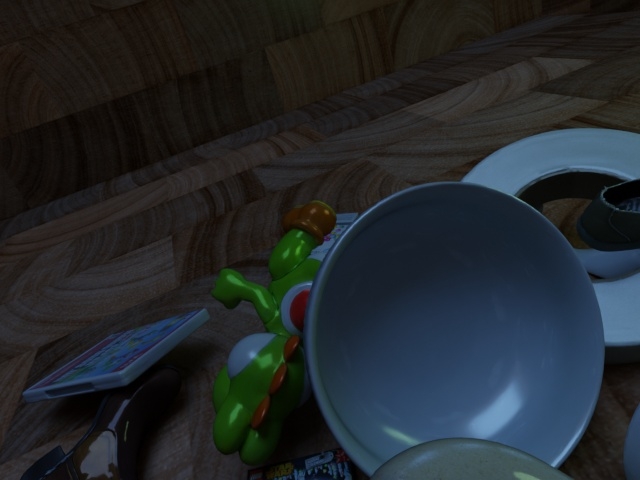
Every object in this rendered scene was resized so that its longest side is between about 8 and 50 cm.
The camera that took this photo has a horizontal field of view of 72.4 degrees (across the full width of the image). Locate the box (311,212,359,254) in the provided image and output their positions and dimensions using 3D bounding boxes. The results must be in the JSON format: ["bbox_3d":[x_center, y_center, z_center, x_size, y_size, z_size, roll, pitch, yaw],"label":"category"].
[{"bbox_3d":[0.000,0.000,1.028,0.145,0.038,0.186,-2,34,27],"label":"box"}]

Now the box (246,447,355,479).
[{"bbox_3d":[-0.024,0.310,0.523,0.136,0.027,0.094,-16,28,4],"label":"box"}]

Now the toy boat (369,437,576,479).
[{"bbox_3d":[0.120,0.313,0.319,0.267,0.148,0.318,27,48,24],"label":"toy boat"}]

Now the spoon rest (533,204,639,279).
[{"bbox_3d":[0.477,0.018,0.710,0.276,0.084,0.137,26,51,34],"label":"spoon rest"}]

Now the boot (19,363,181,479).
[{"bbox_3d":[-0.243,0.313,0.575,0.280,0.096,0.264,17,42,43],"label":"boot"}]

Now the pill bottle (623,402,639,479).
[{"bbox_3d":[0.386,0.210,0.204,0.228,0.229,0.407,-22,12,-6],"label":"pill bottle"}]

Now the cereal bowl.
[{"bbox_3d":[0.139,0.111,0.521,0.338,0.339,0.141,-25,-3,-12],"label":"cereal bowl"}]

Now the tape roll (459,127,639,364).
[{"bbox_3d":[0.387,-0.011,0.659,0.391,0.072,0.392,-12,52,16],"label":"tape roll"}]

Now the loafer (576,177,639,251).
[{"bbox_3d":[0.466,-0.049,0.548,0.250,0.087,0.095,-15,51,13],"label":"loafer"}]

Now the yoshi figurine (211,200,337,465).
[{"bbox_3d":[-0.059,0.133,0.649,0.203,0.203,0.362,11,57,23],"label":"yoshi figurine"}]

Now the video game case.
[{"bbox_3d":[-0.361,0.204,0.781,0.285,0.025,0.204,-18,11,29],"label":"video game case"}]
